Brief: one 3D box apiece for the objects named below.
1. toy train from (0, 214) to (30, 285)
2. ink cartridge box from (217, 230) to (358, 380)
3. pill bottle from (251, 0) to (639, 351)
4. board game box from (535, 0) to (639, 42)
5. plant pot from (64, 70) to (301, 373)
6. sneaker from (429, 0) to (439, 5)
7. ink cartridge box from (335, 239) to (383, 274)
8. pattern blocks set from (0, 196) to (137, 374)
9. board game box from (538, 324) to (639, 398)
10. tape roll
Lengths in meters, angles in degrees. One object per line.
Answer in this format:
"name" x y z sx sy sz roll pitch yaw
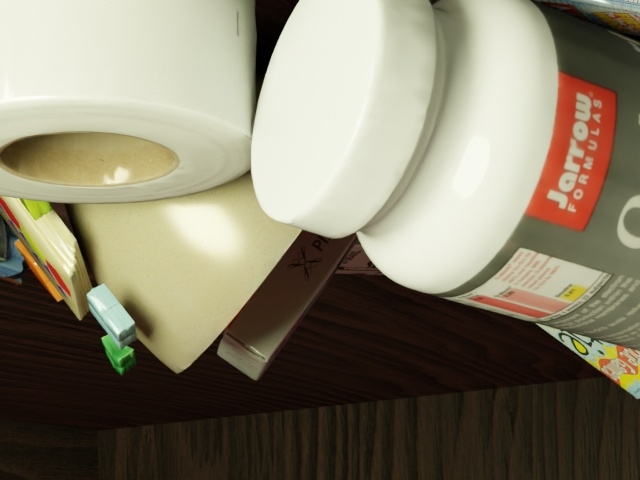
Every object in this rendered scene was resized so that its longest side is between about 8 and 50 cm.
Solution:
"toy train" -0.428 0.012 1.734 0.105 0.080 0.184 -13 163 18
"ink cartridge box" 0.000 0.000 1.391 0.060 0.275 0.239 35 164 2
"pill bottle" 0.150 -0.049 0.943 0.363 0.210 0.210 15 160 -26
"board game box" 0.194 -0.177 0.975 0.194 0.060 0.194 15 177 34
"plant pot" -0.120 -0.050 1.234 0.191 0.284 0.284 37 158 -6
"sneaker" 0.067 -0.146 1.171 0.106 0.078 0.234 -5 168 3
"ink cartridge box" 0.063 -0.012 1.682 0.203 0.086 0.148 1 166 -16
"pattern blocks set" -0.259 -0.024 1.214 0.026 0.325 0.285 -35 175 -16
"board game box" 0.221 -0.015 1.188 0.275 0.142 0.144 36 156 7
"tape roll" -0.167 -0.137 0.990 0.246 0.169 0.246 -1 166 0
